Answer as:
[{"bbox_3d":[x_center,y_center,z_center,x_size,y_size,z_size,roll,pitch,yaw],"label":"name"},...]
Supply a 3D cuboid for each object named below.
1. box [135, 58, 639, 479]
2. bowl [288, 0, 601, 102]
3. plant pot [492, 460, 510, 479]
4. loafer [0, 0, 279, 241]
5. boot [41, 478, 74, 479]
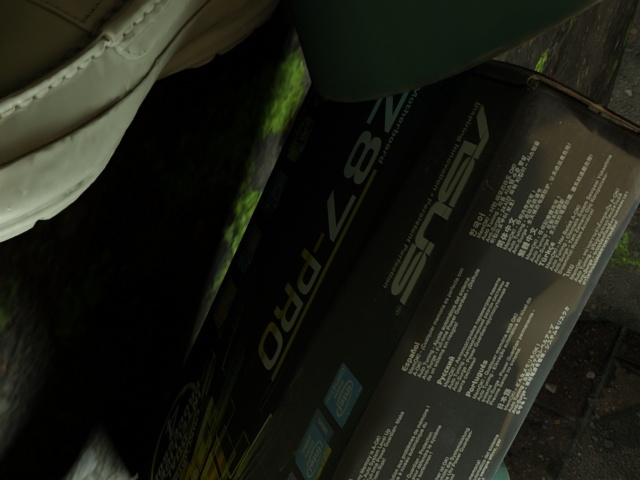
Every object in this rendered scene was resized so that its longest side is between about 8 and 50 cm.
[{"bbox_3d":[0.007,0.073,0.598,0.395,0.097,0.318,-64,-158,9],"label":"box"},{"bbox_3d":[0.084,-0.235,0.535,0.163,0.311,0.311,54,50,-21],"label":"bowl"},{"bbox_3d":[0.072,0.325,1.144,0.195,0.290,0.290,-8,126,-25],"label":"plant pot"},{"bbox_3d":[-0.110,-0.101,0.392,0.319,0.112,0.112,-57,155,-48],"label":"loafer"},{"bbox_3d":[-0.196,0.238,0.593,0.152,0.073,0.197,-66,158,9],"label":"boot"}]
